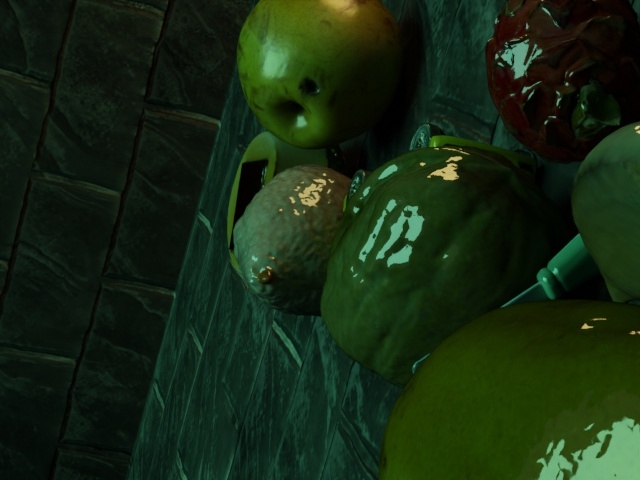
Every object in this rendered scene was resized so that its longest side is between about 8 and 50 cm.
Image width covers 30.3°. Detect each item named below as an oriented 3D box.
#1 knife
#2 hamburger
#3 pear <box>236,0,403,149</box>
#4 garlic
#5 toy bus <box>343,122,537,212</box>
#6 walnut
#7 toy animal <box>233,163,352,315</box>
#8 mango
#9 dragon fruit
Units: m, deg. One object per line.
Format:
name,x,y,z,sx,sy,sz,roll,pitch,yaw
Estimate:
knife,0.203,0.064,1.137,0.260,0.063,0.034,-37,31,2
hamburger,-0.048,-0.055,2.038,0.302,0.170,0.302,-170,90,-69
pear,-0.002,-0.284,1.885,0.281,0.281,0.280,-167,90,-73
garlic,0.328,0.002,0.922,0.338,0.151,0.196,-146,43,-64
toy bus,0.135,-0.031,1.478,0.330,0.144,0.152,149,132,-68
walnut,0.134,0.034,1.254,0.283,0.283,0.227,-67,-7,29
toy animal,-0.002,0.003,1.711,0.188,0.226,0.358,-58,-4,32
mango,0.209,0.187,0.952,0.446,0.232,0.300,-25,49,62
dragon fruit,0.250,-0.168,1.174,0.172,0.172,0.209,124,152,-50
